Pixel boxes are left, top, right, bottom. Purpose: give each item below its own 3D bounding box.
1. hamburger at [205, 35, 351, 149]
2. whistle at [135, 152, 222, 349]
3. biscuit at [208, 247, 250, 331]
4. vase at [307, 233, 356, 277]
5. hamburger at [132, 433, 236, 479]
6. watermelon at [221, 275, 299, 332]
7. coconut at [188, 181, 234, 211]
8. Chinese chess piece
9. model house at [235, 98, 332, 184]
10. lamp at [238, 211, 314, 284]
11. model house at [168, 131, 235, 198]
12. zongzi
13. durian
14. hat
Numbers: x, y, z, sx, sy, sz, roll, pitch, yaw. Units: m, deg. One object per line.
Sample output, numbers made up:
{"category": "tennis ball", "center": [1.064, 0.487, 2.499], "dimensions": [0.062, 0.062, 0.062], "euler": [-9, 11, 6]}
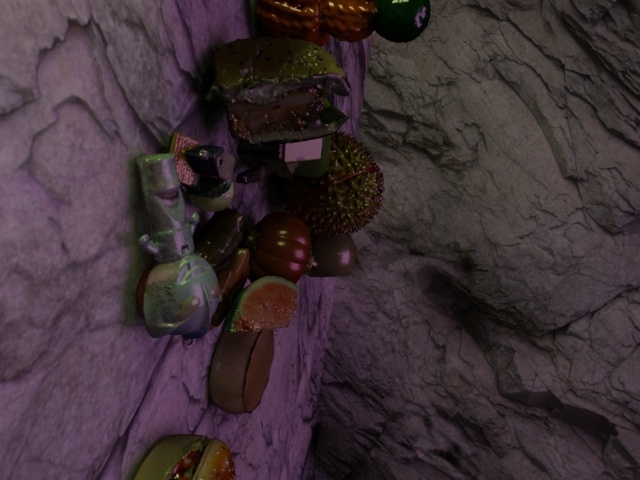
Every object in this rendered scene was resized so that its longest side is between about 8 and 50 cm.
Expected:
{"category": "hamburger", "center": [-0.093, -0.312, 0.918], "dimensions": [0.167, 0.288, 0.192], "euler": [101, -27, -58]}
{"category": "whistle", "center": [-0.247, 0.032, 0.753], "dimensions": [0.142, 0.134, 0.346], "euler": [-18, 113, -32]}
{"category": "biscuit", "center": [-0.224, 0.133, 1.042], "dimensions": [0.238, 0.041, 0.212], "euler": [-56, 170, -55]}
{"category": "vase", "center": [0.000, 0.000, 1.826], "dimensions": [0.329, 0.241, 0.302], "euler": [-3, 90, -53]}
{"category": "hamburger", "center": [-0.269, 0.544, 0.903], "dimensions": [0.300, 0.176, 0.300], "euler": [9, 90, -81]}
{"category": "watermelon", "center": [-0.166, 0.168, 1.074], "dimensions": [0.231, 0.146, 0.128], "euler": [4, 64, -50]}
{"category": "coconut", "center": [-0.212, -0.099, 0.889], "dimensions": [0.096, 0.088, 0.087], "euler": [-7, 107, -58]}
{"category": "Chinese chess piece", "center": [-0.209, 0.339, 1.232], "dimensions": [0.257, 0.104, 0.257], "euler": [9, 90, -80]}
{"category": "model house", "center": [-0.108, -0.241, 1.074], "dimensions": [0.279, 0.205, 0.218], "euler": [-42, 139, -62]}
{"category": "lamp", "center": [-0.118, 0.031, 1.203], "dimensions": [0.223, 0.197, 0.223], "euler": [-47, -148, 43]}
{"category": "model house", "center": [-0.217, -0.130, 0.791], "dimensions": [0.100, 0.101, 0.087], "euler": [39, 63, -76]}
{"category": "zongzi", "center": [-0.237, 0.043, 0.953], "dimensions": [0.187, 0.084, 0.184], "euler": [-59, 177, -39]}
{"category": "durian", "center": [0.037, -0.177, 1.427], "dimensions": [0.384, 0.348, 0.347], "euler": [-127, -149, -48]}
{"category": "hat", "center": [0.060, -0.592, 1.060], "dimensions": [0.285, 0.400, 0.285], "euler": [5, 90, -78]}
